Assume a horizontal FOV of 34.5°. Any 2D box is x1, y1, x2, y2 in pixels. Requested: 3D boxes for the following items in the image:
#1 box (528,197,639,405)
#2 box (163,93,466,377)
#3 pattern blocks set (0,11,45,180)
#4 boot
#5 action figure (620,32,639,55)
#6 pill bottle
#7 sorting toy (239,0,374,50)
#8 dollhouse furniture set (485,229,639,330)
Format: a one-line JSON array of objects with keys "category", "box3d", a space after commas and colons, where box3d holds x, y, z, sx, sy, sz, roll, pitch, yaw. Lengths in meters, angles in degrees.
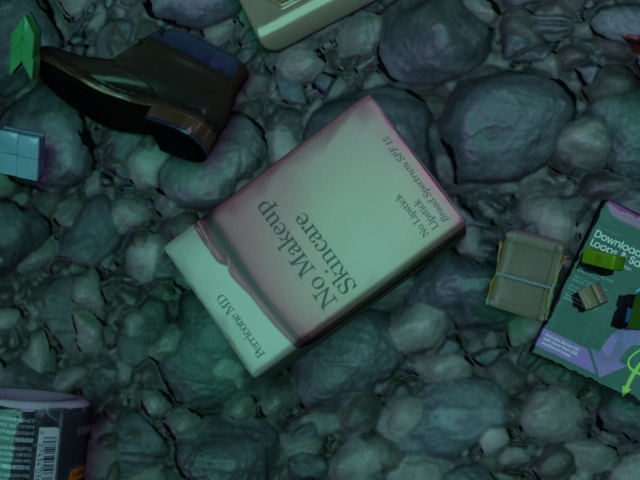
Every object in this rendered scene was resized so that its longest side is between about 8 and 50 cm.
[{"category": "box", "box3d": [0.281, 0.057, 0.954, 0.116, 0.029, 0.162, 25, 88, 9]}, {"category": "box", "box3d": [0.000, 0.000, 0.947, 0.232, 0.127, 0.149, -37, 82, 3]}, {"category": "pattern blocks set", "box3d": [-0.426, -0.165, 1.011, 0.324, 0.026, 0.286, 2, 110, 10]}, {"category": "boot", "box3d": [-0.179, -0.164, 1.024, 0.219, 0.082, 0.106, 27, 68, 13]}, {"category": "action figure", "box3d": [0.421, -0.104, 0.827, 0.370, 0.276, 0.248, 21, 91, 6]}, {"category": "pill bottle", "box3d": [-0.291, 0.267, 0.965, 0.130, 0.130, 0.246, 5, 87, 8]}, {"category": "sorting toy", "box3d": [-0.015, -0.320, 1.018, 0.193, 0.038, 0.208, -27, 83, 5]}, {"category": "dollhouse furniture set", "box3d": [0.234, 0.042, 0.936, 0.151, 0.058, 0.076, 16, 95, 30]}]
